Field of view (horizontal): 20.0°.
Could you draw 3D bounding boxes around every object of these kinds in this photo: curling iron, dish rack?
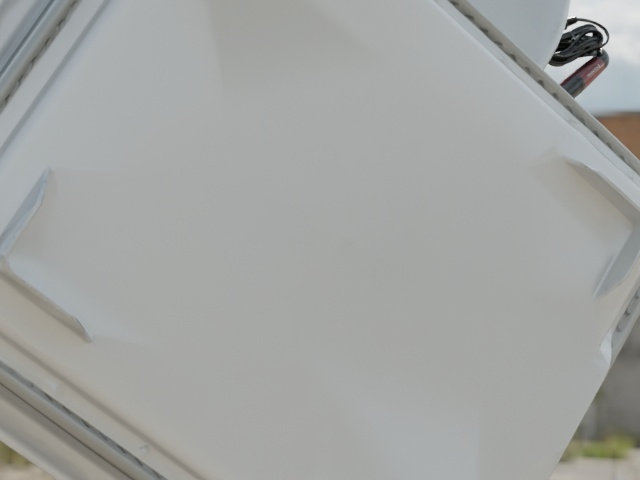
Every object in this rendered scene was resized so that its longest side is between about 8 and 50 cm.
[{"bbox_3d":[0.173,-0.110,1.598,0.068,0.274,0.035,32,-33,14],"label":"curling iron"},{"bbox_3d":[0.000,0.000,0.766,0.333,0.285,0.072,39,-19,-23],"label":"dish rack"}]

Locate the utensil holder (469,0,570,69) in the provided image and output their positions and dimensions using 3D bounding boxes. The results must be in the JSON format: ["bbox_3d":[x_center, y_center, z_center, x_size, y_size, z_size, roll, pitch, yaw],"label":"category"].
[{"bbox_3d":[-0.077,-0.120,1.133,0.327,0.328,0.385,4,-24,-31],"label":"utensil holder"}]
